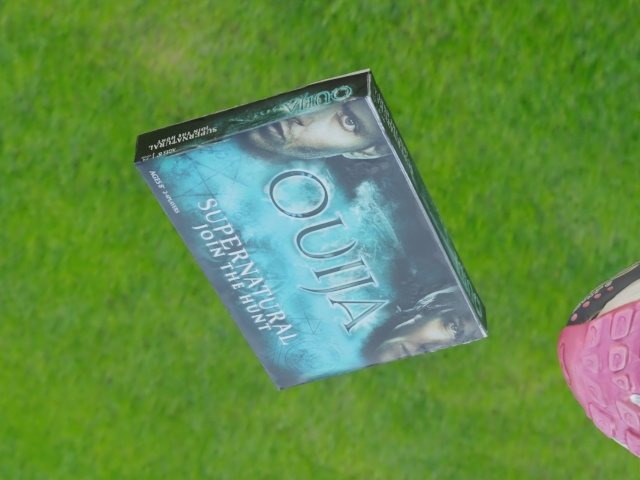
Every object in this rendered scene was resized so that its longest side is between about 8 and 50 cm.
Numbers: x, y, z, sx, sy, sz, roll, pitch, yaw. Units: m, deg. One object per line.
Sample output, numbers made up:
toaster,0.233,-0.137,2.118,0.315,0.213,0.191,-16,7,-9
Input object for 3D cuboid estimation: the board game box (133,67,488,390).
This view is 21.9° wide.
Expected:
board game box,0.000,0.000,0.859,0.126,0.026,0.186,-15,133,16

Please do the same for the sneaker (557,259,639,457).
sneaker,0.227,0.007,0.723,0.112,0.299,0.121,43,145,47
